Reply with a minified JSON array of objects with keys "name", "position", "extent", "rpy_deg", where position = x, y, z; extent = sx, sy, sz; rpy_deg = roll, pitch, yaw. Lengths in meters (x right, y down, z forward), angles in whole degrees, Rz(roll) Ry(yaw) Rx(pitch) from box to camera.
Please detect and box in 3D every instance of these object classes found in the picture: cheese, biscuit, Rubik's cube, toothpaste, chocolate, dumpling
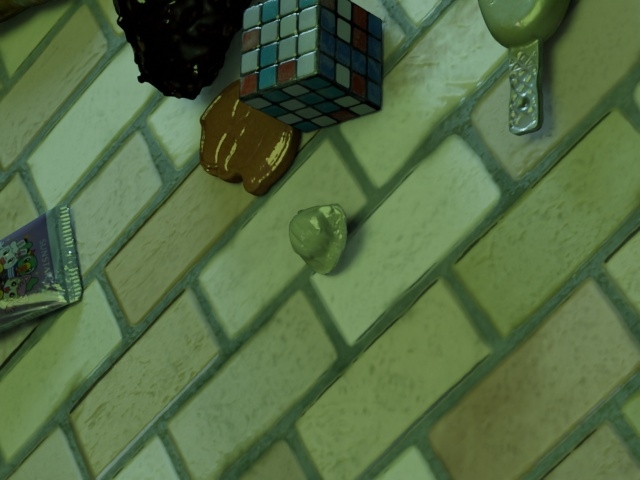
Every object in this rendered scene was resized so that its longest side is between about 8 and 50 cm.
[{"name":"cheese","position":[0.167,-0.176,1.336],"extent":[0.097,0.037,0.192],"rpy_deg":[-13,65,39]},{"name":"biscuit","position":[-0.070,-0.099,1.528],"extent":[0.130,0.019,0.102],"rpy_deg":[35,97,44]},{"name":"Rubik's cube","position":[-0.008,-0.160,1.446],"extent":[0.092,0.092,0.092],"rpy_deg":[-14,65,37]},{"name":"toothpaste","position":[-0.373,0.069,1.703],"extent":[0.299,0.073,0.114],"rpy_deg":[-26,58,22]},{"name":"chocolate","position":[-0.132,-0.202,1.572],"extent":[0.156,0.156,0.133],"rpy_deg":[12,110,43]},{"name":"dumpling","position":[0.000,0.000,1.416],"extent":[0.077,0.043,0.059],"rpy_deg":[-22,82,30]}]

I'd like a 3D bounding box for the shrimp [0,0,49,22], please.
[{"name":"shrimp","position":[-0.347,-0.318,1.839],"extent":[0.296,0.058,0.169],"rpy_deg":[-19,54,31]}]
